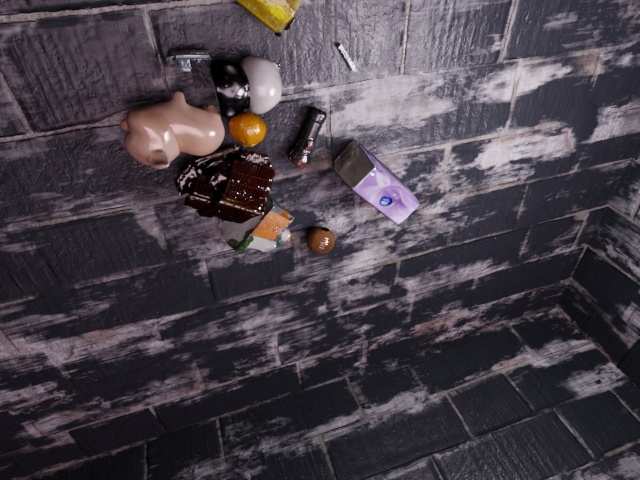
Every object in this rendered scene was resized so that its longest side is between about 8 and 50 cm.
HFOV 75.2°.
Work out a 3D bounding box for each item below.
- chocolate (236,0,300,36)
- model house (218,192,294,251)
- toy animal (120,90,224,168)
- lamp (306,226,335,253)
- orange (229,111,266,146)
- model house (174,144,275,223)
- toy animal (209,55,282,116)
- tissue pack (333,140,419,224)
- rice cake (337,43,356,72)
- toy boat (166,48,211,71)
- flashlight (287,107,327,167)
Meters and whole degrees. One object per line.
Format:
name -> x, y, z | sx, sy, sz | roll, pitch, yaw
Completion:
chocolate -> -0.261, -0.781, 1.192 | 0.446, 0.162, 0.162 | 23, 115, -33
model house -> -0.239, -0.071, 1.792 | 0.271, 0.190, 0.301 | -48, 145, 12
toy animal -> -0.496, -0.363, 1.405 | 0.327, 0.237, 0.269 | 11, 93, -27
lamp -> 0.000, 0.000, 1.951 | 0.137, 0.136, 0.136 | -12, 131, -14
orange -> -0.265, -0.403, 1.504 | 0.136, 0.117, 0.135 | 10, 164, 3
model house -> -0.347, -0.207, 1.521 | 0.317, 0.282, 0.297 | 18, 114, -27
toy animal -> -0.244, -0.517, 1.395 | 0.235, 0.165, 0.187 | -16, 110, -16
tissue pack -> 0.235, -0.245, 1.782 | 0.338, 0.242, 0.160 | 30, 111, -37
rice cake -> 0.098, -0.669, 1.525 | 0.022, 0.022, 0.121 | -37, 132, 9
toy boat -> -0.426, -0.581, 1.343 | 0.140, 0.059, 0.066 | -7, 112, -16
flashlight -> -0.047, -0.405, 1.636 | 0.093, 0.093, 0.231 | 12, 121, -31
